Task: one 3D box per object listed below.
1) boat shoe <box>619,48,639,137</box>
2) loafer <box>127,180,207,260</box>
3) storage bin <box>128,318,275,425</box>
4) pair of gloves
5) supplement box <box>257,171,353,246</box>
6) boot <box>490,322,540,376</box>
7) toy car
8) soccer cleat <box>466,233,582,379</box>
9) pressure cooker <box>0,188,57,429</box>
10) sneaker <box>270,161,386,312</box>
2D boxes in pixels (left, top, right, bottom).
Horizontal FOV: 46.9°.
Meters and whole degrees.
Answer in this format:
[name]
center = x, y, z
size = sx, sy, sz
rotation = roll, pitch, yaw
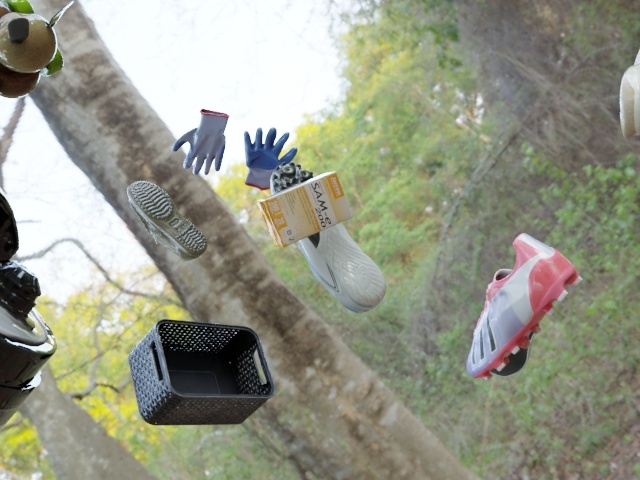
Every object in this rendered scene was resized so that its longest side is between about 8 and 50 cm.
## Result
[boat shoe]
center = 0.447, -0.202, 0.939
size = 0.285, 0.092, 0.102
rotation = -40, -51, -51
[loafer]
center = -0.226, -0.023, 1.059
size = 0.056, 0.148, 0.050
rotation = -33, -15, -45
[storage bin]
center = -0.169, 0.190, 1.056
size = 0.180, 0.122, 0.084
rotation = 12, -46, -42
[pair of gloves]
center = -0.143, -0.146, 1.216
size = 0.159, 0.198, 0.023
rotation = 118, 159, -51
[supplement box]
center = -0.018, -0.038, 0.895
size = 0.098, 0.062, 0.036
rotation = -25, 8, -19
[boot]
center = 0.403, 0.155, 1.495
size = 0.244, 0.089, 0.176
rotation = 100, -164, -47
[toy car]
center = -0.429, -0.291, 1.035
size = 0.188, 0.148, 0.155
rotation = -13, 22, 46
[soccer cleat]
center = 0.249, 0.094, 0.981
size = 0.083, 0.095, 0.248
rotation = -28, -25, -37
[pressure cooker]
center = -0.455, 0.091, 0.664
size = 0.420, 0.370, 0.375
rotation = -50, -50, -7
[sneaker]
center = 0.000, 0.000, 1.024
size = 0.085, 0.237, 0.086
rotation = -31, -5, -33
